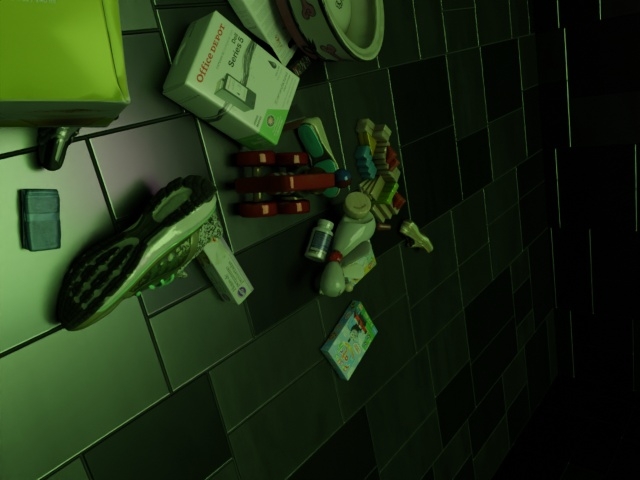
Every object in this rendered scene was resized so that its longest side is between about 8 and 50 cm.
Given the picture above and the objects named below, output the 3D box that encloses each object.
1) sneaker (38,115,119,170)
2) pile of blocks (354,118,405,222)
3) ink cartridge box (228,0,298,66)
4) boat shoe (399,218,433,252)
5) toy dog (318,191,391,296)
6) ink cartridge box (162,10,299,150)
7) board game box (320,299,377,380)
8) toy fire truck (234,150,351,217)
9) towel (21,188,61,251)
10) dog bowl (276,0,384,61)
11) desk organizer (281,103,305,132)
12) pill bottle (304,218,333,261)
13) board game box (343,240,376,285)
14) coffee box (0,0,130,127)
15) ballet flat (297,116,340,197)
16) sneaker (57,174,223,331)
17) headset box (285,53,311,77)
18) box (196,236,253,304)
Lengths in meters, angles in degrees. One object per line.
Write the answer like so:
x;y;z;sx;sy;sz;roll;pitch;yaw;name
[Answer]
-0.461;-0.237;1.024;0.132;0.086;0.228;14;82;-50;sneaker
0.205;-0.227;1.740;0.149;0.113;0.361;-40;121;-39;pile of blocks
-0.128;-0.606;1.390;0.180;0.056;0.224;-62;140;-24;ink cartridge box
0.355;-0.001;1.972;0.190;0.068;0.072;42;75;-31;boat shoe
0.113;0.026;1.563;0.220;0.161;0.333;88;18;-77;toy dog
-0.207;-0.372;1.251;0.273;0.115;0.198;29;72;-39;ink cartridge box
0.099;0.330;1.730;0.211;0.039;0.160;-52;129;-30;board game box
-0.062;-0.147;1.346;0.302;0.254;0.169;-9;100;-47;toy fire truck
-0.534;-0.040;1.001;0.067;0.029;0.119;-5;97;-47;towel
0.023;-0.675;1.418;0.408;0.151;0.407;14;73;-58;dog bowl
-0.112;-0.324;1.425;0.130;0.050;0.047;-24;78;-28;desk organizer
0.000;0.000;1.568;0.067;0.067;0.120;32;71;-45;pill bottle
0.123;0.074;1.741;0.154;0.026;0.103;-40;121;-38;board game box
-0.481;-0.341;0.738;0.338;0.334;0.337;-7;99;-26;coffee box
0.008;-0.251;1.552;0.086;0.086;0.248;-41;121;-38;ballet flat
-0.350;0.055;1.102;0.410;0.158;0.182;-44;140;-17;sneaker
-0.074;-0.477;1.446;0.083;0.062;0.032;-54;129;-29;headset box
-0.271;0.017;1.271;0.063;0.067;0.323;-47;127;-33;box
